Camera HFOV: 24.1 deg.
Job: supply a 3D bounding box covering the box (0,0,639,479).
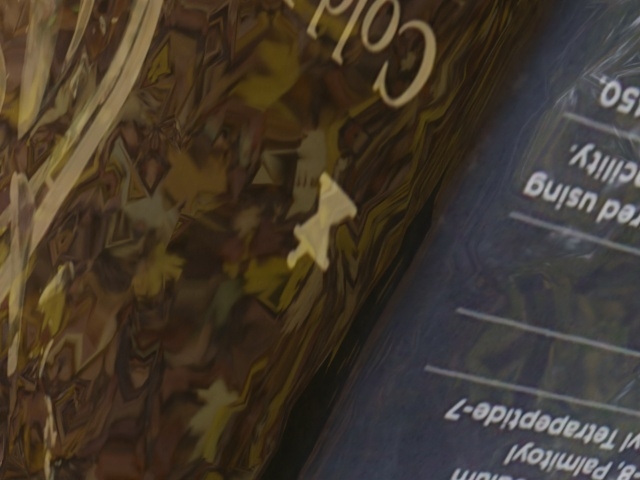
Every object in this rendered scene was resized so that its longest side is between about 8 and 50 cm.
[{"bbox_3d":[0.000,0.000,0.644,0.297,0.472,0.480,12,24,-33],"label":"box"}]
